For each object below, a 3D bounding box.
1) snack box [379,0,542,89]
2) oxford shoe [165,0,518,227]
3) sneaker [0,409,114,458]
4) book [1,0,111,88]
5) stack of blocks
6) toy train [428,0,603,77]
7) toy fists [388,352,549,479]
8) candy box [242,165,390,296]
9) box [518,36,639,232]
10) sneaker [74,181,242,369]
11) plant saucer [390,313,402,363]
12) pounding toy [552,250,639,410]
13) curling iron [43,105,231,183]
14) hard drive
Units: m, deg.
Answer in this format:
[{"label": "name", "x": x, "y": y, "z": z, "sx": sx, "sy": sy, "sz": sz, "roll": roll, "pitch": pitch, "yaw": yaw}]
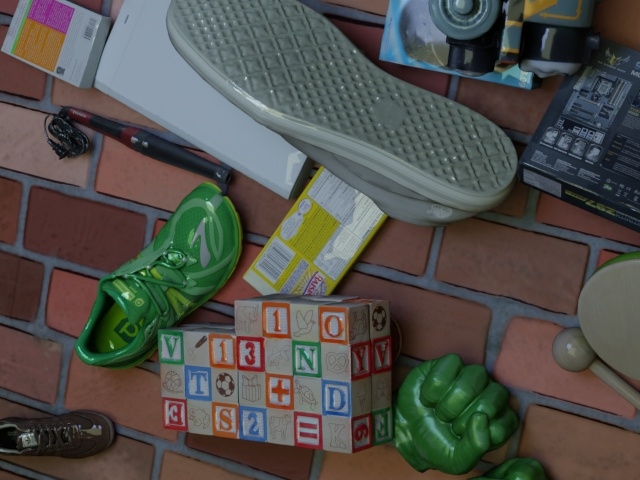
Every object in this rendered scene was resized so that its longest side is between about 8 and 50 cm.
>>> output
[{"label": "snack box", "x": 0.188, "y": -0.347, "z": 1.767, "sx": 0.187, "sy": 0.060, "sz": 0.321, "roll": 13, "pitch": 102, "yaw": 18}, {"label": "oxford shoe", "x": 0.014, "y": -0.148, "z": 1.788, "sx": 0.449, "sy": 0.169, "sz": 0.130, "roll": 30, "pitch": 151, "yaw": 4}, {"label": "sneaker", "x": -0.367, "y": 0.267, "z": 2.067, "sx": 0.188, "sy": 0.071, "sz": 0.066, "roll": -7, "pitch": 94, "yaw": 23}, {"label": "book", "x": -0.338, "y": -0.263, "z": 1.988, "sx": 0.144, "sy": 0.035, "sz": 0.096, "roll": 27, "pitch": 103, "yaw": 32}, {"label": "stack of blocks", "x": -0.058, "y": 0.153, "z": 1.880, "sx": 0.297, "sy": 0.087, "sz": 0.171, "roll": 1, "pitch": 95, "yaw": 37}, {"label": "toy train", "x": 0.224, "y": -0.336, "z": 1.657, "sx": 0.190, "sy": 0.142, "sz": 0.333, "roll": 8, "pitch": 100, "yaw": 7}, {"label": "toy fists", "x": 0.185, "y": 0.269, "z": 1.832, "sx": 0.142, "sy": 0.096, "sz": 0.279, "roll": -29, "pitch": 84, "yaw": 22}, {"label": "candy box", "x": 0.000, "y": 0.000, "z": 1.907, "sx": 0.105, "sy": 0.027, "sz": 0.206, "roll": 40, "pitch": 110, "yaw": 10}, {"label": "box", "x": 0.357, "y": -0.104, "z": 1.686, "sx": 0.233, "sy": 0.059, "sz": 0.183, "roll": 24, "pitch": 72, "yaw": 17}, {"label": "sneaker", "x": -0.202, "y": 0.058, "z": 1.944, "sx": 0.109, "sy": 0.123, "sz": 0.295, "roll": 41, "pitch": 109, "yaw": 13}, {"label": "plant saucer", "x": 0.062, "y": 0.120, "z": 1.905, "sx": 0.084, "sy": 0.013, "sz": 0.083, "roll": 3, "pitch": 97, "yaw": 21}, {"label": "pounding toy", "x": 0.381, "y": 0.079, "z": 1.739, "sx": 0.183, "sy": 0.110, "sz": 0.237, "roll": 30, "pitch": 137, "yaw": 5}, {"label": "curling iron", "x": -0.234, "y": -0.115, "z": 1.983, "sx": 0.274, "sy": 0.035, "sz": 0.068, "roll": 15, "pitch": 106, "yaw": 20}, {"label": "hard drive", "x": -0.119, "y": -0.212, "z": 1.922, "sx": 0.308, "sy": 0.040, "sz": 0.203, "roll": 31, "pitch": 107, "yaw": 16}]
